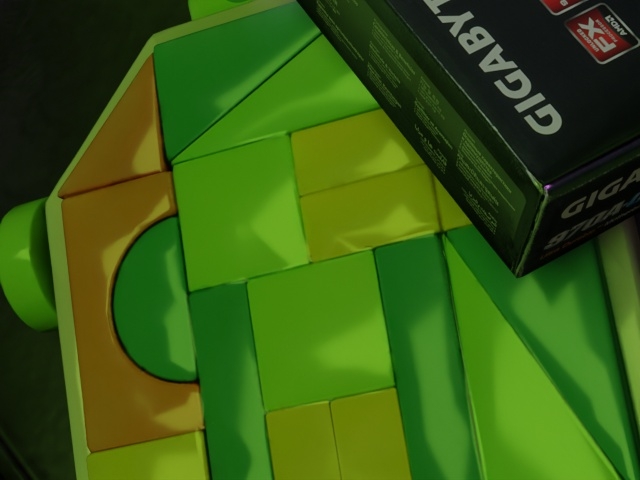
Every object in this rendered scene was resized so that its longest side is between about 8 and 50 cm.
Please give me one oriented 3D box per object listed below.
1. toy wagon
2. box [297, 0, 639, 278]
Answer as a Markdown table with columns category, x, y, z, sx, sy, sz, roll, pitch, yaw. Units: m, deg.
| category | x | y | z | sx | sy | sz | roll | pitch | yaw |
| --- | --- | --- | --- | --- | --- | --- | --- | --- | --- |
| toy wagon | 0.000 | 0.000 | 0.499 | 0.267 | 0.068 | 0.344 | -14 | 76 | 19 |
| box | 0.076 | -0.116 | 0.448 | 0.175 | 0.051 | 0.220 | -27 | 63 | -17 |
